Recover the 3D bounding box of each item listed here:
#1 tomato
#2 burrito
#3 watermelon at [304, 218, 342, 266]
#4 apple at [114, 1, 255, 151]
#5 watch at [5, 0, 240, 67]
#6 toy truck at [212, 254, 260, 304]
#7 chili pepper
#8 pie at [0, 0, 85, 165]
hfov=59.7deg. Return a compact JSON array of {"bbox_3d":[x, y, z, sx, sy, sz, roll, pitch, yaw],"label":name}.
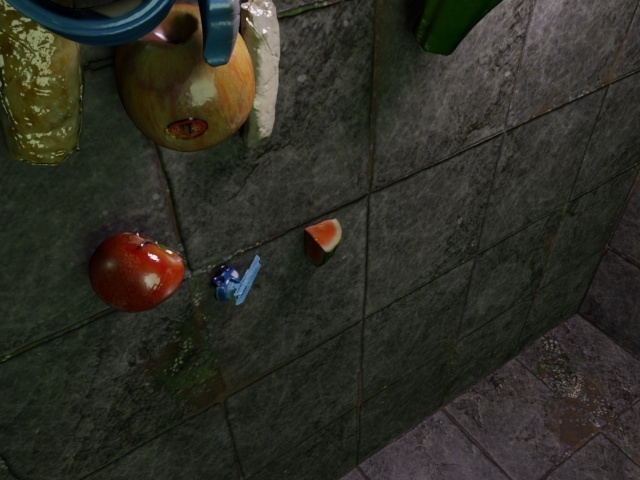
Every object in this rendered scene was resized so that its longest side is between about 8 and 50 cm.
[{"bbox_3d":[-0.344,0.061,1.036,0.167,0.167,0.167,-24,137,-25],"label":"tomato"},{"bbox_3d":[-0.113,-0.291,1.011,0.082,0.059,0.275,-32,142,-40],"label":"burrito"},{"bbox_3d":[0.000,0.000,1.354,0.094,0.135,0.125,42,96,-15],"label":"watermelon"},{"bbox_3d":[-0.205,-0.245,0.849,0.211,0.211,0.188,-33,147,-15],"label":"apple"},{"bbox_3d":[-0.251,-0.337,0.680,0.275,0.241,0.305,-23,106,-10],"label":"watch"},{"bbox_3d":[-0.192,0.083,1.275,0.136,0.074,0.063,-69,165,-44],"label":"toy truck"},{"bbox_3d":[0.321,-0.530,1.048,0.213,0.167,0.385,-26,158,-38],"label":"chili pepper"},{"bbox_3d":[-0.399,-0.239,0.792,0.129,0.068,0.282,-14,128,-35],"label":"pie"}]
